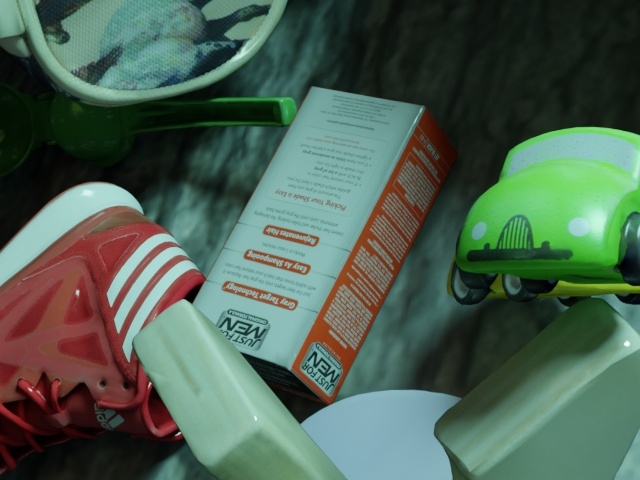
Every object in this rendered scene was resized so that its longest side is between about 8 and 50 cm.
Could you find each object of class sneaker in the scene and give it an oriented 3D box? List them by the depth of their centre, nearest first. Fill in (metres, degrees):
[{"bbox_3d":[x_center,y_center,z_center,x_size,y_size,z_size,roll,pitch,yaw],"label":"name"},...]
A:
[{"bbox_3d":[-0.142,0.078,0.740,0.221,0.087,0.128,-50,47,-5],"label":"sneaker"}]

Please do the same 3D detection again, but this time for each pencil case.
[{"bbox_3d":[-0.204,-0.190,0.872,0.410,0.183,0.160,23,111,46],"label":"pencil case"}]

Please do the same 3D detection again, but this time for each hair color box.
[{"bbox_3d":[0.000,0.000,0.730,0.072,0.043,0.141,15,68,38],"label":"hair color box"}]

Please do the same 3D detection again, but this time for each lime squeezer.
[{"bbox_3d":[-0.156,-0.065,0.831,0.310,0.110,0.058,-5,86,11],"label":"lime squeezer"}]

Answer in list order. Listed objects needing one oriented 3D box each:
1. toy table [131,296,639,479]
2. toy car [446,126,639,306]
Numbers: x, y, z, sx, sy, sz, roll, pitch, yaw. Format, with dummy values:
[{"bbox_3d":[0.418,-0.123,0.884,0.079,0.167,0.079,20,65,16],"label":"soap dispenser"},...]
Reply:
[{"bbox_3d":[0.028,0.138,0.545,0.252,0.161,0.274,-49,49,-5],"label":"toy table"},{"bbox_3d":[0.118,-0.007,0.543,0.239,0.225,0.053,-2,85,32],"label":"toy car"}]
